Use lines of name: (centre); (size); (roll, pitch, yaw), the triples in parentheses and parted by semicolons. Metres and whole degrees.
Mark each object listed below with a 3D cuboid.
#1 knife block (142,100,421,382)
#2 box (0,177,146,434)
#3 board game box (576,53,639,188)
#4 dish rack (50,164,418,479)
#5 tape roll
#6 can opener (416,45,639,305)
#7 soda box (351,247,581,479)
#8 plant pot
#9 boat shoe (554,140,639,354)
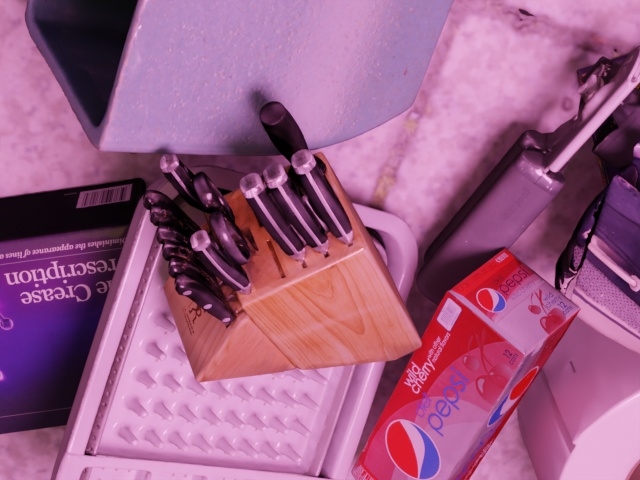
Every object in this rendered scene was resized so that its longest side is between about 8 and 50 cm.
knife block: (0.000, 0.000, 0.913); (0.276, 0.088, 0.242); (-2, 147, -35)
box: (-0.266, 0.064, 1.106); (0.261, 0.103, 0.184); (-8, 117, 0)
board game box: (0.317, -0.100, 1.093); (0.170, 0.048, 0.141); (-16, 112, 4)
dish rack: (-0.077, 0.108, 1.076); (0.285, 0.072, 0.332); (14, 98, -38)
tape roll: (0.312, 0.181, 1.154); (0.246, 0.169, 0.246); (-1, 114, -2)
can opener: (0.193, -0.041, 1.061); (0.095, 0.076, 0.283); (34, 123, -5)
soda box: (0.118, 0.134, 1.106); (0.083, 0.092, 0.263); (41, 135, 18)
plant pot: (-0.040, -0.205, 0.925); (0.252, 0.248, 0.247); (7, 116, -29)
boat shoe: (0.343, 0.053, 0.971); (0.340, 0.127, 0.158); (27, 146, 17)
